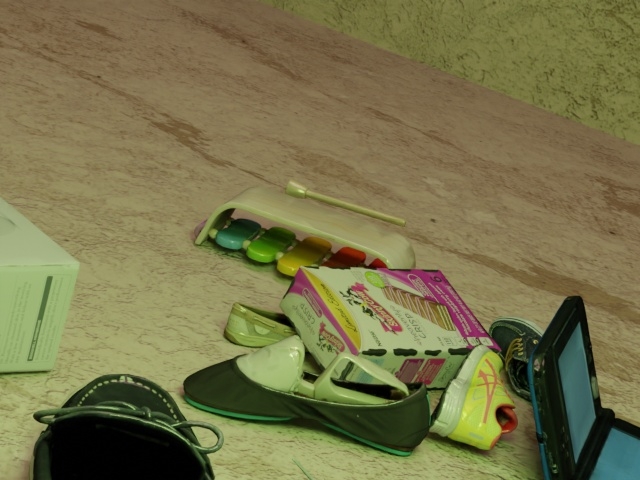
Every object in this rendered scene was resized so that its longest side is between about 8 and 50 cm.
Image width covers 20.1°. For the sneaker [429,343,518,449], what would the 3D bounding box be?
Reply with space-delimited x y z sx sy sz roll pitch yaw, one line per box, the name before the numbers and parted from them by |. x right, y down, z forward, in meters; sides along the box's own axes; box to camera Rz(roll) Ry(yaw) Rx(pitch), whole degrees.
sneaker | 0.192 0.195 2.133 0.094 0.081 0.208 27 25 8

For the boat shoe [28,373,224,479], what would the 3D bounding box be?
boat shoe | -0.174 0.218 1.615 0.187 0.156 0.500 12 17 -5

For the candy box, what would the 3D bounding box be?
candy box | 0.087 0.108 2.226 0.233 0.071 0.159 1 40 -38

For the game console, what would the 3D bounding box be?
game console | 0.361 0.208 2.085 0.173 0.250 0.293 -7 11 18

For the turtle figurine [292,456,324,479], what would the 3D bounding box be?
turtle figurine | 0.007 0.288 1.610 0.234 0.118 0.175 28 7 6

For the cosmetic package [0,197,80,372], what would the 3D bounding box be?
cosmetic package | -0.423 0.040 1.954 0.225 0.138 0.224 2 23 -40

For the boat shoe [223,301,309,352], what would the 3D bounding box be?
boat shoe | -0.044 0.104 2.227 0.153 0.048 0.056 7 20 -26

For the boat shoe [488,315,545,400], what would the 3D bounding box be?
boat shoe | 0.262 0.150 2.321 0.083 0.065 0.183 2 23 -40

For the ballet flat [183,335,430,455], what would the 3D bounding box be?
ballet flat | -0.009 0.160 2.014 0.280 0.096 0.095 13 19 -8

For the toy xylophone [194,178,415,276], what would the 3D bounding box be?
toy xylophone | 0.000 0.000 2.521 0.323 0.081 0.236 22 19 19
